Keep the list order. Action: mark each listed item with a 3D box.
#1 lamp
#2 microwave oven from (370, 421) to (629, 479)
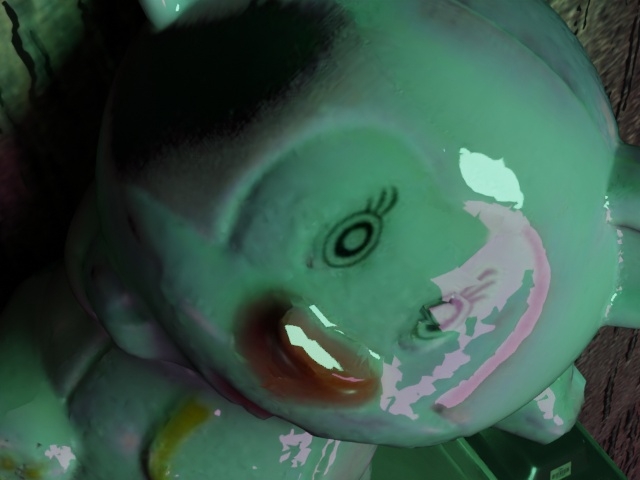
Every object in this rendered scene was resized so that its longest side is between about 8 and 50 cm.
[{"bbox_3d":[0.000,0.000,0.709,0.301,0.247,0.247,-51,-173,42],"label":"lamp"},{"bbox_3d":[0.107,0.169,1.156,0.129,0.205,0.163,-15,148,-46],"label":"microwave oven"}]
